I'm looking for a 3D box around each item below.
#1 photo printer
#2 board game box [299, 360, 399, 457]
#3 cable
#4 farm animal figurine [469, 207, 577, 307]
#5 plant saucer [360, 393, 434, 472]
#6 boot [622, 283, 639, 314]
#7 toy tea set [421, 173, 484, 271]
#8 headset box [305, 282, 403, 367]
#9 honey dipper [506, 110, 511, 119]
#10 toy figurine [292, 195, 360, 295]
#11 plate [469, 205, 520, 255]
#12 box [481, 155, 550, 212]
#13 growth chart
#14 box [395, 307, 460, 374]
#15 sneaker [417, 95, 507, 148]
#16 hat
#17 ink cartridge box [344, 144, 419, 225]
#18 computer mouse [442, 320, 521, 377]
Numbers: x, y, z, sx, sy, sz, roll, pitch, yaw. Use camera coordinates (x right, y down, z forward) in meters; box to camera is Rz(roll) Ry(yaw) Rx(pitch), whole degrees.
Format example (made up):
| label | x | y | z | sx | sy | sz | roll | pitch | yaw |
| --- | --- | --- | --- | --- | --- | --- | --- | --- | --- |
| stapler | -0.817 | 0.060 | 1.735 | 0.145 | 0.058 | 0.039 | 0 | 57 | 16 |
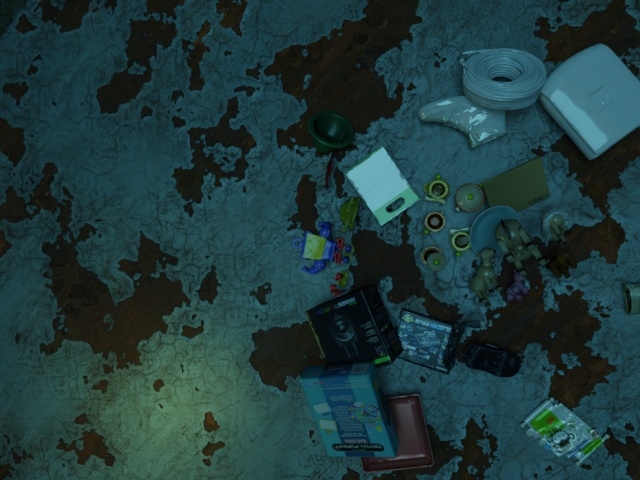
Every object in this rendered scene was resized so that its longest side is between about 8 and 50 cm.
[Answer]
| label | x | y | z | sx | sy | sz | roll | pitch | yaw |
| --- | --- | --- | --- | --- | --- | --- | --- | --- | --- |
| photo printer | 0.877 | -0.454 | 1.573 | 0.256 | 0.107 | 0.307 | -37 | 84 | 11 |
| board game box | 0.102 | 0.583 | 1.679 | 0.254 | 0.079 | 0.336 | -10 | 108 | 24 |
| cable | 0.588 | -0.522 | 1.585 | 0.257 | 0.089 | 0.257 | -7 | 54 | 1 |
| farm animal figurine | 0.631 | 0.044 | 1.591 | 0.330 | 0.327 | 0.172 | -21 | 45 | 10 |
| plant saucer | 0.257 | 0.690 | 1.766 | 0.258 | 0.048 | 0.259 | -12 | 88 | 13 |
| boot | 1.063 | 0.136 | 1.561 | 0.165 | 0.077 | 0.213 | -1 | 94 | 14 |
| toy tea set | 0.441 | -0.057 | 1.669 | 0.200 | 0.124 | 0.336 | 7 | 93 | 12 |
| headset box | 0.120 | 0.329 | 1.718 | 0.246 | 0.131 | 0.283 | -24 | 86 | 28 |
| honey dipper | 0.667 | -0.476 | 1.659 | 0.030 | 0.030 | 0.160 | 37 | 100 | 9 |
| toy figurine | 0.000 | 0.000 | 1.744 | 0.217 | 0.191 | 0.362 | 12 | 93 | 17 |
| plate | 0.584 | -0.033 | 1.653 | 0.188 | 0.024 | 0.188 | -5 | 115 | -12 |
| box | 0.648 | -0.167 | 1.619 | 0.201 | 0.021 | 0.164 | -26 | 122 | 7 |
| growth chart | 0.817 | 0.647 | 1.655 | 0.237 | 0.021 | 0.172 | 36 | 99 | 10 |
| box | 0.369 | 0.355 | 1.731 | 0.220 | 0.051 | 0.175 | 15 | 95 | 12 |
| sneaker | 0.484 | -0.395 | 1.662 | 0.292 | 0.108 | 0.169 | -6 | 87 | 11 |
| hat | 0.014 | -0.344 | 1.809 | 0.173 | 0.183 | 0.208 | 26 | 53 | 0 |
| ink cartridge box | 0.220 | -0.196 | 1.752 | 0.171 | 0.056 | 0.235 | -35 | 87 | 11 |
| computer mouse | 0.554 | 0.361 | 1.670 | 0.262 | 0.060 | 0.184 | 8 | 100 | 2 |
